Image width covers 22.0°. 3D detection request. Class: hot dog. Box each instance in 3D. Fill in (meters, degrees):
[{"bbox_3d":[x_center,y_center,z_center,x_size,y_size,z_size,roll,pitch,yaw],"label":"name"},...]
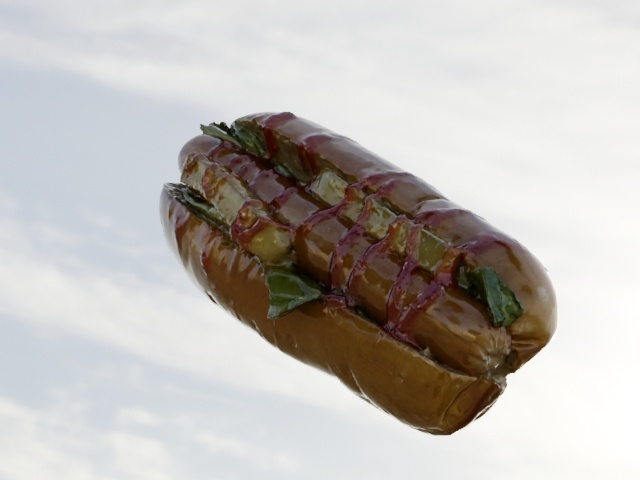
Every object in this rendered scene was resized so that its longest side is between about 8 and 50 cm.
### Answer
[{"bbox_3d":[0.000,0.000,0.737,0.250,0.104,0.076,37,-11,46],"label":"hot dog"}]
